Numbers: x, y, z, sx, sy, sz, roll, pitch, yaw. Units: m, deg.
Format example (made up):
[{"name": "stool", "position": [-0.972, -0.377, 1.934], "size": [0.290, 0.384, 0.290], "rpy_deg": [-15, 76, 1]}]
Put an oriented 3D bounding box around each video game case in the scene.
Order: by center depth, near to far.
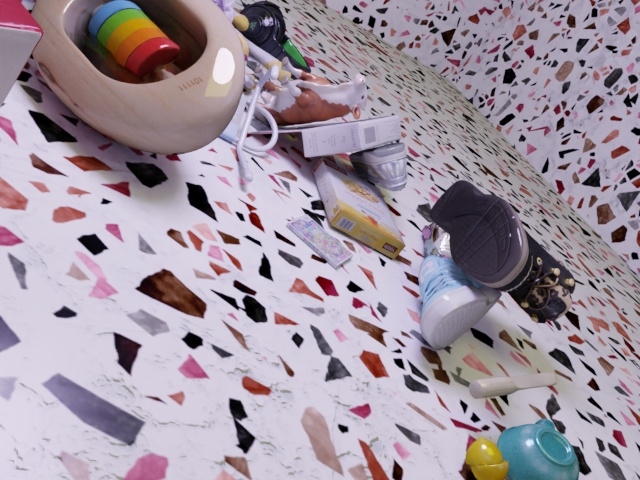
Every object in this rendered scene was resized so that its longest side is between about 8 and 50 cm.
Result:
[{"name": "video game case", "position": [0.000, 0.000, 1.360], "size": [0.122, 0.011, 0.087], "rpy_deg": [41, 23, 9]}]

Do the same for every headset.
[{"name": "headset", "position": [-0.195, -0.607, 2.134], "size": [0.394, 0.185, 0.243], "rpy_deg": [48, 16, -15]}]

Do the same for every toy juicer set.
[{"name": "toy juicer set", "position": [0.295, 0.322, 1.090], "size": [0.209, 0.089, 0.329], "rpy_deg": [15, 37, -16]}]

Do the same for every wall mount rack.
[{"name": "wall mount rack", "position": [-0.218, -0.259, 1.412], "size": [0.350, 0.130, 0.304], "rpy_deg": [26, 58, -23]}]

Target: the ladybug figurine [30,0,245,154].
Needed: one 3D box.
[{"name": "ladybug figurine", "position": [-0.301, -0.298, 1.217], "size": [0.305, 0.162, 0.449], "rpy_deg": [-31, 63, -18]}]

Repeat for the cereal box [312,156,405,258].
[{"name": "cereal box", "position": [0.078, -0.075, 1.566], "size": [0.173, 0.047, 0.240], "rpy_deg": [27, 25, -26]}]

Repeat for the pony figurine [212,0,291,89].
[{"name": "pony figurine", "position": [-0.247, -0.515, 1.714], "size": [0.351, 0.303, 0.363], "rpy_deg": [52, 11, 13]}]

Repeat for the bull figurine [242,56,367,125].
[{"name": "bull figurine", "position": [-0.042, -0.321, 1.623], "size": [0.188, 0.310, 0.101], "rpy_deg": [30, 67, -35]}]

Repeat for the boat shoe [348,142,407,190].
[{"name": "boat shoe", "position": [0.142, -0.171, 1.725], "size": [0.320, 0.118, 0.103], "rpy_deg": [-149, -135, -81]}]

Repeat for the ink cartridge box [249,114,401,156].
[{"name": "ink cartridge box", "position": [0.021, -0.238, 1.677], "size": [0.261, 0.066, 0.296], "rpy_deg": [-3, 10, 23]}]

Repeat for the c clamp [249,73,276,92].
[{"name": "c clamp", "position": [-0.115, -0.388, 1.928], "size": [0.160, 0.022, 0.137], "rpy_deg": [42, 28, 7]}]

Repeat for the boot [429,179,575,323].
[{"name": "boot", "position": [0.364, 0.046, 1.362], "size": [0.284, 0.138, 0.377], "rpy_deg": [40, 9, -18]}]

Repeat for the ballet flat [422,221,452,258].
[{"name": "ballet flat", "position": [0.275, 0.007, 1.654], "size": [0.077, 0.079, 0.221], "rpy_deg": [31, 24, -12]}]

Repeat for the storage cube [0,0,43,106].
[{"name": "storage cube", "position": [-0.497, -0.259, 0.891], "size": [0.193, 0.215, 0.183], "rpy_deg": [50, 25, 14]}]

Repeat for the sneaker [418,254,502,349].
[{"name": "sneaker", "position": [0.225, 0.100, 1.354], "size": [0.150, 0.135, 0.366], "rpy_deg": [43, 12, 17]}]
